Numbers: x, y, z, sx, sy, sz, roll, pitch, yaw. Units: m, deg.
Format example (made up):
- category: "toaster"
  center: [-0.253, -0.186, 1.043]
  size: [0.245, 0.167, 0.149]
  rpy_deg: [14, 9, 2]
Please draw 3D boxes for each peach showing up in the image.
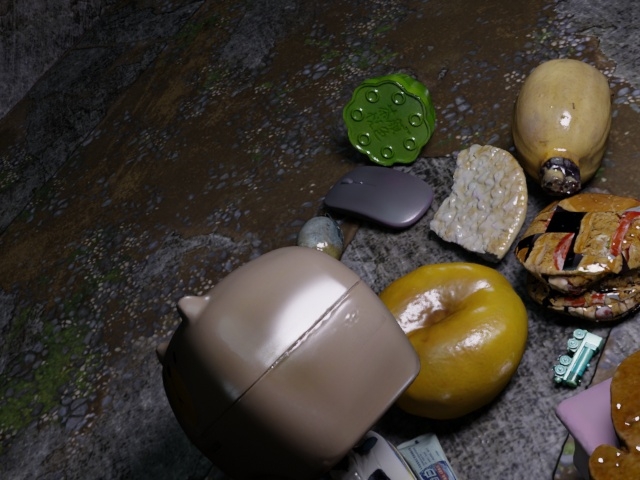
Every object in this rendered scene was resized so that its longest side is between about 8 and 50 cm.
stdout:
- category: "peach"
  center: [0.183, 0.140, 1.340]
  size: [0.251, 0.153, 0.251]
  rpy_deg: [-20, 45, 21]

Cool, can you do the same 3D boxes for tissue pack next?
- category: "tissue pack"
  center: [-0.063, 0.172, 1.241]
  size: [0.267, 0.277, 0.387]
  rpy_deg: [-40, -4, -24]

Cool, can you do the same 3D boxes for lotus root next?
- category: "lotus root"
  center: [0.401, -0.175, 1.524]
  size: [0.183, 0.182, 0.310]
  rpy_deg: [-9, 43, 25]
- category: "lotus root"
  center: [0.001, -0.002, 1.676]
  size: [0.088, 0.088, 0.165]
  rpy_deg: [-20, 29, 13]
- category: "lotus root"
  center: [0.156, -0.260, 1.816]
  size: [0.186, 0.186, 0.186]
  rpy_deg: [-18, 39, 15]

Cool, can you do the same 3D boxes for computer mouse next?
- category: "computer mouse"
  center: [0.104, -0.085, 1.716]
  size: [0.232, 0.057, 0.120]
  rpy_deg: [20, 59, 44]

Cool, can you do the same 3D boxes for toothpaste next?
- category: "toothpaste"
  center: [0.169, 0.339, 1.216]
  size: [0.060, 0.038, 0.233]
  rpy_deg: [-28, 35, -3]

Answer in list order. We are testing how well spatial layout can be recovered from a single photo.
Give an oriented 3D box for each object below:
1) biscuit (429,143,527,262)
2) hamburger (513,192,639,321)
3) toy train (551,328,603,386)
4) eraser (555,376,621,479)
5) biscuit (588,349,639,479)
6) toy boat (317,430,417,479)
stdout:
- category: "biscuit"
  center: [0.268, -0.061, 1.556]
  size: [0.188, 0.040, 0.265]
  rpy_deg: [-34, 40, 30]
- category: "hamburger"
  center: [0.406, 0.017, 1.371]
  size: [0.231, 0.107, 0.231]
  rpy_deg: [-20, 31, 13]
- category: "toy train"
  center: [0.361, 0.167, 1.290]
  size: [0.045, 0.029, 0.092]
  rpy_deg: [22, 64, 28]
- category: "eraser"
  center: [0.455, 0.253, 0.981]
  size: [0.272, 0.122, 0.359]
  rpy_deg: [-23, 23, -1]
- category: "biscuit"
  center: [0.422, 0.204, 0.900]
  size: [0.314, 0.063, 0.367]
  rpy_deg: [-23, 25, 8]
- category: "toy boat"
  center: [0.067, 0.347, 1.196]
  size: [0.141, 0.141, 0.269]
  rpy_deg: [-33, 50, -4]
